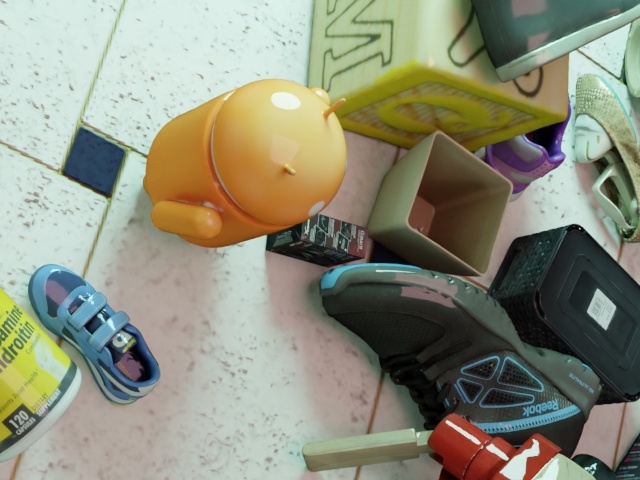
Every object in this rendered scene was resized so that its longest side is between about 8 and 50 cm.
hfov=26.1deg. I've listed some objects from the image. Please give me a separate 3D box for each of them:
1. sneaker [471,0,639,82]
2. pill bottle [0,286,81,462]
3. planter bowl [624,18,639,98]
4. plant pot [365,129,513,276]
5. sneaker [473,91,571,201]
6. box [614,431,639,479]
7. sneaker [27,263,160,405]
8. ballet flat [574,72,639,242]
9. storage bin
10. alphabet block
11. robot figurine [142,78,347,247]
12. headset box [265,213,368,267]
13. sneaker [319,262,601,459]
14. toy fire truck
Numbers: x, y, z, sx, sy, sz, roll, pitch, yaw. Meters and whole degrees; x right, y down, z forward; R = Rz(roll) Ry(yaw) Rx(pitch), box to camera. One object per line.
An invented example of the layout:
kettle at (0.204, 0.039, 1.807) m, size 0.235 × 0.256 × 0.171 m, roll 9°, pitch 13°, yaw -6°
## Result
sneaker at (0.226, -0.238, 1.264) m, size 0.222 × 0.083 × 0.118 m, roll -30°, pitch 98°, yaw -35°
pill bottle at (-0.279, 0.076, 1.060) m, size 0.184 × 0.103 × 0.103 m, roll 49°, pitch 57°, yaw -18°
planter bowl at (0.421, -0.212, 1.606) m, size 0.109 × 0.162 × 0.162 m, roll 2°, pitch 78°, yaw -9°
plant pot at (0.109, -0.028, 1.365) m, size 0.109 × 0.096 × 0.109 m, roll 32°, pitch 64°, yaw -27°
sneaker at (0.221, -0.163, 1.471) m, size 0.095 × 0.104 × 0.236 m, roll 11°, pitch 73°, yaw -32°
box at (0.406, 0.305, 1.480) m, size 0.165 × 0.143 × 0.270 m, roll 52°, pitch 56°, yaw -15°
sneaker at (-0.185, 0.075, 1.156) m, size 0.144 × 0.059 × 0.053 m, roll 51°, pitch 59°, yaw -15°
ballet flat at (0.329, -0.088, 1.557) m, size 0.067 × 0.073 × 0.206 m, roll -31°, pitch 95°, yaw -22°
storage bin at (0.273, 0.082, 1.469) m, size 0.180 × 0.084 × 0.122 m, roll 43°, pitch 59°, yaw -22°
alphabet block at (0.117, -0.211, 1.350) m, size 0.192 × 0.193 × 0.197 m, roll 14°, pitch 72°, yaw -31°
robot figurine at (-0.065, -0.062, 1.171) m, size 0.158 × 0.219 × 0.128 m, roll -4°, pitch 82°, yaw -37°
headset box at (0.000, 0.000, 1.303) m, size 0.083 × 0.062 × 0.032 m, roll 18°, pitch 71°, yaw -33°
sneaker at (0.135, 0.132, 1.335) m, size 0.341 × 0.125 × 0.139 m, roll 30°, pitch 69°, yaw -25°
toy fire truck at (0.119, 0.251, 1.285) m, size 0.246 × 0.217 × 0.158 m, roll 35°, pitch 51°, yaw 24°
